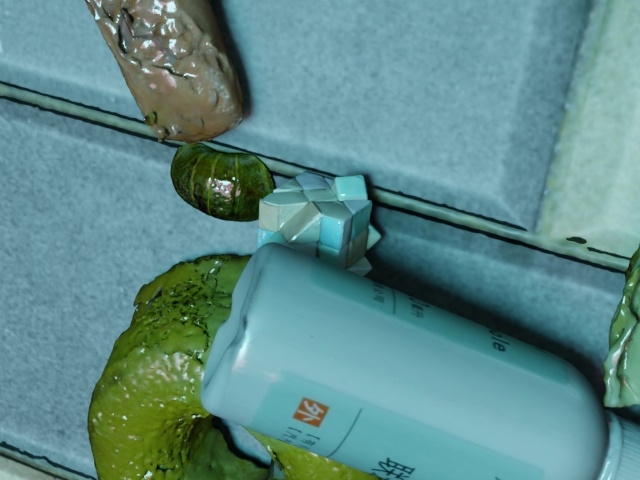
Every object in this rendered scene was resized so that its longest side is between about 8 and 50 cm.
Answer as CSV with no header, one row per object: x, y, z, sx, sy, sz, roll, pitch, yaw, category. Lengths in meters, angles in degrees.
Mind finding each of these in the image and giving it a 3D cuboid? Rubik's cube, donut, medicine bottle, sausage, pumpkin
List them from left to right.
-0.138,-0.210,0.724,0.087,0.079,0.327,-8,111,54,sausage
-0.074,-0.037,0.802,0.083,0.028,0.050,16,120,22,pumpkin
-0.057,0.152,0.835,0.272,0.107,0.272,10,119,20,donut
0.001,0.001,0.756,0.073,0.084,0.075,17,134,21,Rubik's cube
0.106,0.113,0.713,0.351,0.110,0.110,22,121,-9,medicine bottle

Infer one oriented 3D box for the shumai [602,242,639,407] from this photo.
0.213,0.044,0.620,0.142,0.184,0.184,-12,107,29,shumai
